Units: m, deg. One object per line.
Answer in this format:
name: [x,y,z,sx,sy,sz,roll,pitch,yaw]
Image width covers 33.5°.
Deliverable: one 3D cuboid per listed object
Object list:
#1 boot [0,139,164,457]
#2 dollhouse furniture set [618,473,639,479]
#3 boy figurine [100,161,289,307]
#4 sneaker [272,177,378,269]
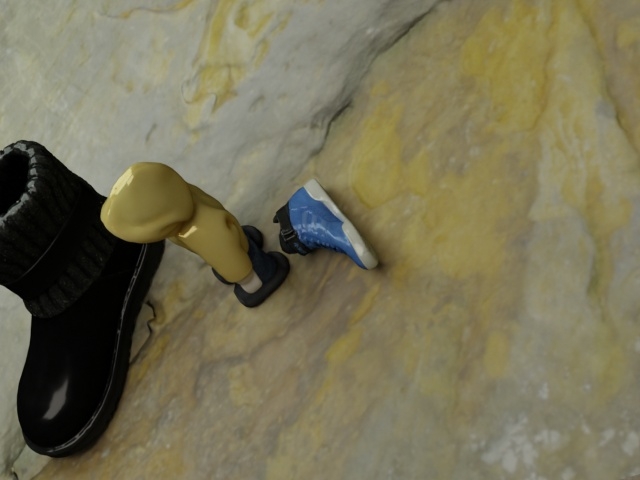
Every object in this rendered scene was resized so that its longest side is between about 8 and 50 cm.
boot: [-0.344,0.076,1.284,0.131,0.260,0.348,9,77,29]
dollhouse furniture set: [0.465,0.224,0.823,0.394,0.256,0.362,-22,65,19]
boy figurine: [-0.135,-0.005,1.193,0.092,0.285,0.177,-49,62,4]
sneaker: [0.000,0.000,1.250,0.084,0.058,0.152,-40,55,3]
